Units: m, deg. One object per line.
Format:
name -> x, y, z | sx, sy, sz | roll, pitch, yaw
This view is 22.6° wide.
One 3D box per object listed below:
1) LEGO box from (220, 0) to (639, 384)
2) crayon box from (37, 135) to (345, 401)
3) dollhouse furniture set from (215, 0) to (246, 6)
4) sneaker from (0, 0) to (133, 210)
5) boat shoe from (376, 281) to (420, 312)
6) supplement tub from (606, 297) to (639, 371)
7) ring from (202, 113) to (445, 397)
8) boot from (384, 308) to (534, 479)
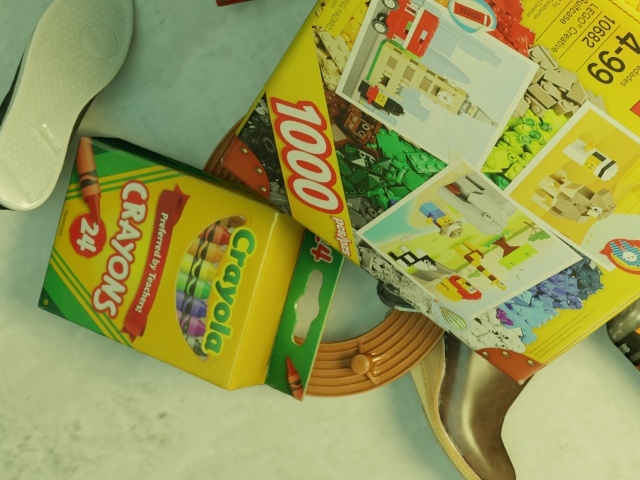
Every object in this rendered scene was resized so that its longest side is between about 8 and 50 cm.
LEGO box -> 0.175, -0.130, 1.380 | 0.372, 0.500, 0.193 | 36, 58, -2
crayon box -> -0.139, 0.028, 1.713 | 0.319, 0.081, 0.202 | 20, 100, 26
dollhouse furniture set -> 0.007, -0.323, 1.685 | 0.259, 0.135, 0.262 | -10, 93, 2
sneaker -> -0.307, -0.159, 1.765 | 0.105, 0.147, 0.295 | 30, 70, -23
boat shoe -> 0.155, 0.042, 1.627 | 0.206, 0.065, 0.075 | 2, 57, -16
supplement tub -> 0.373, 0.101, 1.630 | 0.117, 0.117, 0.190 | -45, 85, 13
ring -> 0.000, 0.000, 1.711 | 0.337, 0.032, 0.336 | 0, 90, 24
boot -> 0.203, 0.130, 1.684 | 0.207, 0.090, 0.248 | -28, 85, 16
